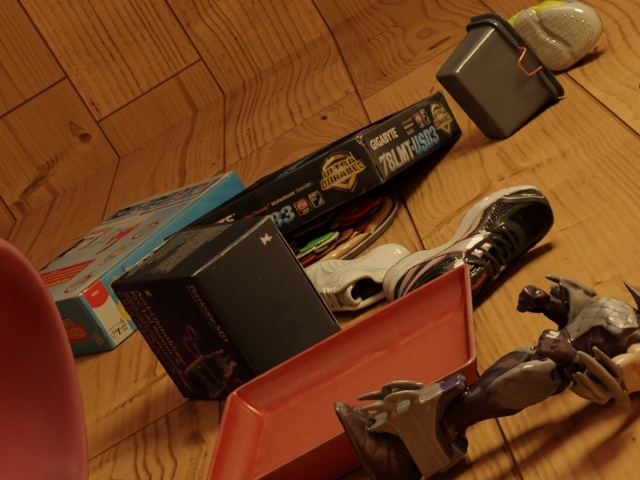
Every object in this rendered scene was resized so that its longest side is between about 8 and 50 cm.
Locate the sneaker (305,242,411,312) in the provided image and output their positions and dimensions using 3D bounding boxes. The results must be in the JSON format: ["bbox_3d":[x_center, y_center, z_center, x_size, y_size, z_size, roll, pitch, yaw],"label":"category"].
[{"bbox_3d":[0.023,0.048,1.959,0.152,0.054,0.061,-22,19,34],"label":"sneaker"}]

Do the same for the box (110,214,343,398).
[{"bbox_3d":[-0.096,0.070,1.928,0.108,0.153,0.207,-39,14,-26],"label":"box"}]

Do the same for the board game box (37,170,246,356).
[{"bbox_3d":[-0.274,0.043,2.592,0.302,0.086,0.308,-41,16,-33],"label":"board game box"}]

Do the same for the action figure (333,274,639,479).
[{"bbox_3d":[0.158,0.093,1.388,0.285,0.099,0.185,-26,5,6],"label":"action figure"}]

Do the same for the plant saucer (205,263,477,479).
[{"bbox_3d":[0.029,0.135,1.636,0.258,0.048,0.259,-29,14,11],"label":"plant saucer"}]

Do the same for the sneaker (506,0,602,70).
[{"bbox_3d":[0.292,-0.272,2.437,0.126,0.091,0.240,-40,14,-33],"label":"sneaker"}]

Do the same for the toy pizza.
[{"bbox_3d":[0.000,0.000,2.235,0.201,0.032,0.201,-30,13,8],"label":"toy pizza"}]

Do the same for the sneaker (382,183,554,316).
[{"bbox_3d":[0.145,0.023,1.771,0.178,0.072,0.077,-38,24,8],"label":"sneaker"}]

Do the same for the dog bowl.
[{"bbox_3d":[-0.328,0.169,1.630,0.150,0.408,0.408,-10,19,14],"label":"dog bowl"}]

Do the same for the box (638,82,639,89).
[{"bbox_3d":[0.452,-0.200,1.876,0.231,0.056,0.183,-38,14,-23],"label":"box"}]

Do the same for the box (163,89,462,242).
[{"bbox_3d":[-0.004,-0.070,2.323,0.293,0.073,0.295,-28,4,27],"label":"box"}]

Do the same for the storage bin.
[{"bbox_3d":[0.209,-0.188,2.255,0.091,0.135,0.098,-48,17,-16],"label":"storage bin"}]
